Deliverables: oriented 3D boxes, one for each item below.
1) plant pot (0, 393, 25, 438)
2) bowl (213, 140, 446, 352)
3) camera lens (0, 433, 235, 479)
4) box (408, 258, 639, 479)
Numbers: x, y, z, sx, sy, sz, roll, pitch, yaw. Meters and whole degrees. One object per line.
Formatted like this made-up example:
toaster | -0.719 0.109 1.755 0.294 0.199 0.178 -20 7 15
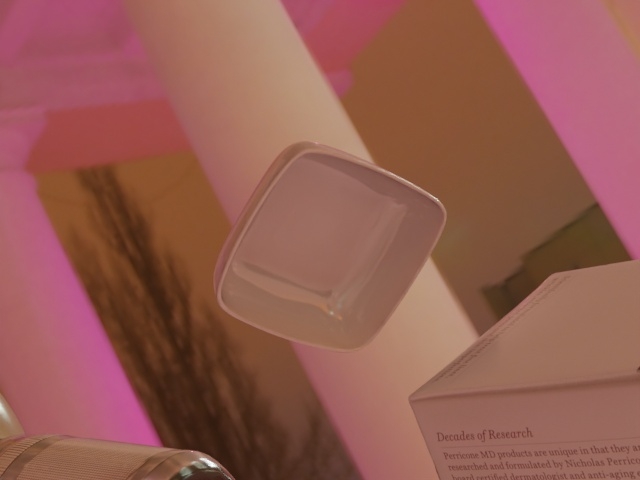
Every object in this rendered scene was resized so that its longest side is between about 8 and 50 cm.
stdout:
plant pot | -0.465 0.219 1.525 0.284 0.191 0.284 -6 7 1
bowl | 0.000 0.000 0.962 0.142 0.053 0.142 21 -72 -31
camera lens | -0.218 0.301 1.308 0.274 0.219 0.219 2 0 31
box | 0.182 0.092 0.764 0.182 0.119 0.181 -12 14 43
